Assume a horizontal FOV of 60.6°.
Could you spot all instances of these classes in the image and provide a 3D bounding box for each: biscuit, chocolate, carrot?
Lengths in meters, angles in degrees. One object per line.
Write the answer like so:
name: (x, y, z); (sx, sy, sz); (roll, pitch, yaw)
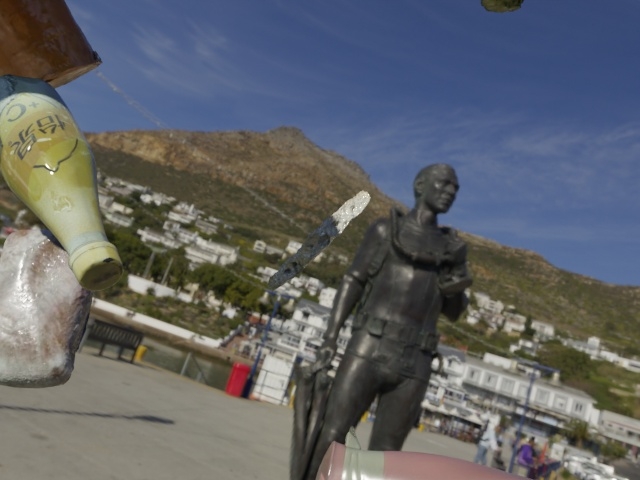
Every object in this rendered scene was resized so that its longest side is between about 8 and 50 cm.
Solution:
biscuit: (0.000, 0.000, 1.053); (0.040, 0.265, 0.188); (45, -1, 2)
chocolate: (-0.513, 0.106, 0.978); (0.185, 0.303, 0.100); (7, -30, -11)
carrot: (-0.463, -0.336, 0.789); (0.196, 0.196, 0.254); (5, -53, 49)

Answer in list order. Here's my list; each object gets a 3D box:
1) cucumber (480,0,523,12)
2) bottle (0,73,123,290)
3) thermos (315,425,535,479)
cucumber: (0.329, -0.546, 0.942); (0.081, 0.303, 0.072); (11, -8, -2)
bottle: (-0.249, -0.059, 0.510); (0.269, 0.083, 0.083); (52, 7, 32)
thermos: (0.119, 0.337, 0.659); (0.265, 0.176, 0.145); (16, -40, 1)
